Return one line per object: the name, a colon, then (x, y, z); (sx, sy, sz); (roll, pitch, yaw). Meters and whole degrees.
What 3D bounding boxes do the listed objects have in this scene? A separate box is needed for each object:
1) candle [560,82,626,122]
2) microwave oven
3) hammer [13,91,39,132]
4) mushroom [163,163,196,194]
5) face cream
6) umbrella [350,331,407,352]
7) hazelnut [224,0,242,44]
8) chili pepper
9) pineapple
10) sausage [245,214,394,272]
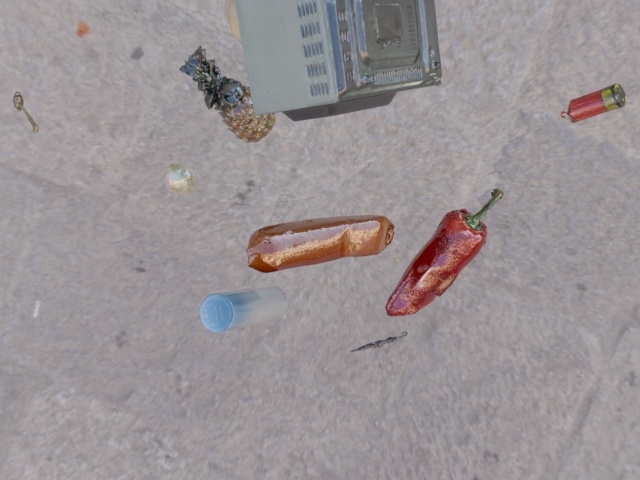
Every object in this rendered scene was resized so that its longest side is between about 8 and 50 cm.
candle: (0.560, -0.280, 1.360); (0.131, 0.052, 0.052); (-18, 95, 46)
microwave oven: (0.030, -0.217, 0.682); (0.129, 0.205, 0.163); (-1, 106, 39)
hammer: (-0.404, -0.174, 0.902); (0.014, 0.123, 0.029); (-14, 125, -31)
mushroom: (-0.348, -0.156, 1.627); (0.084, 0.067, 0.083); (4, 138, 4)
face cream: (-0.148, 0.136, 1.325); (0.077, 0.250, 0.077); (-1, 88, 21)
umbrella: (0.120, 0.210, 1.332); (0.122, 0.022, 0.013); (-19, 51, 2)
hazelnut: (-0.049, -0.459, 1.250); (0.241, 0.261, 0.261); (26, 95, 6)
chili pepper: (0.267, 0.039, 1.445); (0.110, 0.110, 0.387); (35, 120, -1)
pineapple: (-0.254, -0.412, 1.847); (0.310, 0.170, 0.141); (44, 74, -37)
sausage: (0.000, -0.001, 1.436); (0.349, 0.094, 0.097); (-9, 121, -23)
